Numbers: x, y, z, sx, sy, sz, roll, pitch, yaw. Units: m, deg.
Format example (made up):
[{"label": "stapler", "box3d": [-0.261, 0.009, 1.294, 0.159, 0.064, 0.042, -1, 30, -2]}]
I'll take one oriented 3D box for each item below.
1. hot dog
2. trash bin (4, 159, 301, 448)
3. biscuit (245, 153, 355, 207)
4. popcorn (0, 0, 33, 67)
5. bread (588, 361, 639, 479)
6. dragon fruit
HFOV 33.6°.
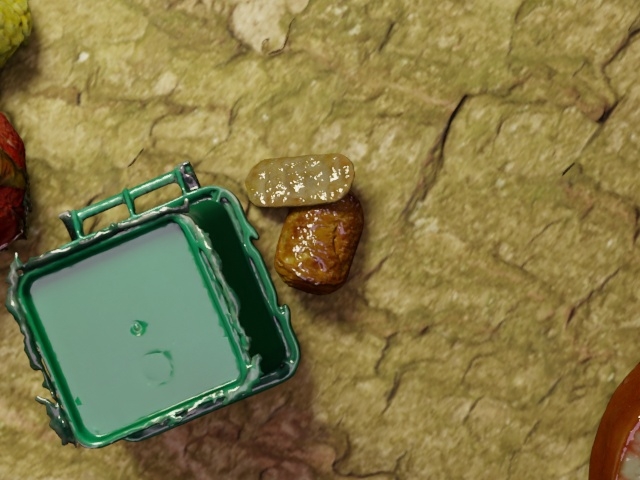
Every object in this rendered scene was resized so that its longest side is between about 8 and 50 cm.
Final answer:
[{"label": "hot dog", "box3d": [-0.001, -0.001, 1.304, 0.099, 0.065, 0.147, 15, 67, 0]}, {"label": "trash bin", "box3d": [-0.177, 0.066, 1.143, 0.259, 0.381, 0.295, -23, 89, -3]}, {"label": "biscuit", "box3d": [-0.026, -0.073, 1.301, 0.147, 0.018, 0.071, -3, 65, 23]}, {"label": "popcorn", "box3d": [-0.415, -0.270, 1.269, 0.135, 0.162, 0.141, 29, 47, 29]}, {"label": "bread", "box3d": [0.493, 0.309, 1.289, 0.327, 0.114, 0.295, 18, 88, -2]}, {"label": "dragon fruit", "box3d": [-0.401, -0.059, 1.255, 0.148, 0.218, 0.224, 23, 47, -30]}]
